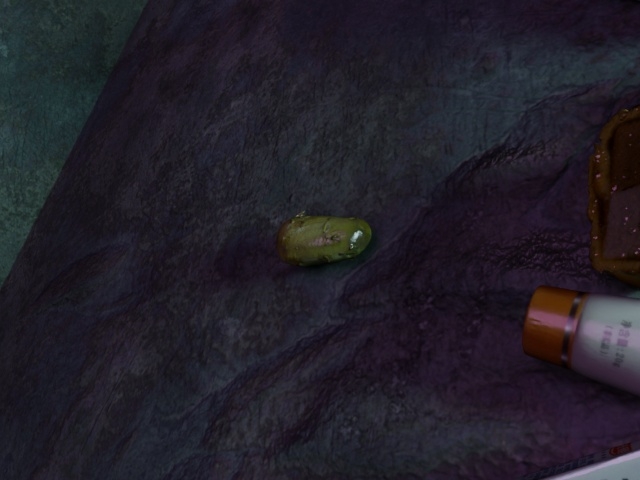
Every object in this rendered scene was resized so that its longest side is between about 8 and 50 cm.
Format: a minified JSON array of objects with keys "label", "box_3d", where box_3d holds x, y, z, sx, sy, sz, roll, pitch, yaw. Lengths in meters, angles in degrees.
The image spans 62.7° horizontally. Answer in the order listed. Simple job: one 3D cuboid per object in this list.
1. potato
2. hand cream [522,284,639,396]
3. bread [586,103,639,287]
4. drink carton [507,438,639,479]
[{"label":"potato","box_3d":[0.000,0.000,0.891,0.188,0.085,0.105,-5,42,34]},{"label":"hand cream","box_3d":[0.370,0.124,0.520,0.314,0.089,0.140,8,84,35]},{"label":"bread","box_3d":[0.382,-0.050,0.558,0.181,0.096,0.222,150,136,-65]},{"label":"drink carton","box_3d":[0.236,0.290,0.504,0.315,0.106,0.131,-32,65,22]}]
